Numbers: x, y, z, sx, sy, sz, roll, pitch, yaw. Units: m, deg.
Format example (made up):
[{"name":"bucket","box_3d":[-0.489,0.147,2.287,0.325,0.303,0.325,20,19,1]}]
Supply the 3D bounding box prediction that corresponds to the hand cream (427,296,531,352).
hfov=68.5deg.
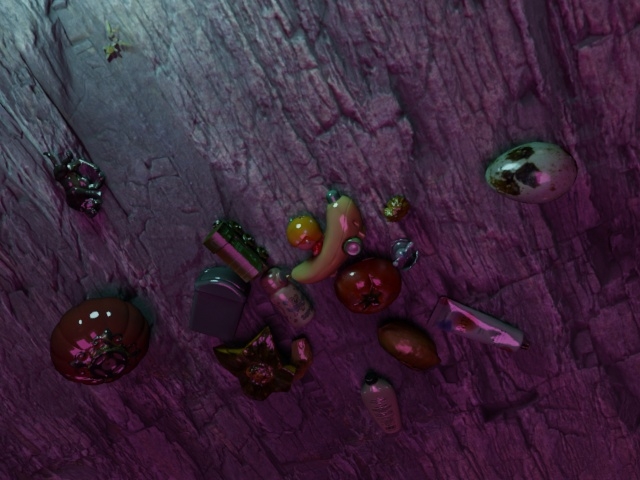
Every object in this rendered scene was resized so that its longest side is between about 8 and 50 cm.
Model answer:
[{"name":"hand cream","box_3d":[0.538,0.294,1.566,0.341,0.077,0.124,20,115,0]}]

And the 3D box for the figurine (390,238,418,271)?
[{"name":"figurine","box_3d":[0.262,0.045,1.456,0.082,0.086,0.094,33,112,-9]}]

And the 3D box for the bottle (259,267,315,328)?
[{"name":"bottle","box_3d":[-0.107,0.180,1.532,0.110,0.097,0.209,-24,112,34]}]

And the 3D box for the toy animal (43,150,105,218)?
[{"name":"toy animal","box_3d":[-0.742,-0.176,1.422,0.148,0.084,0.232,-24,114,15]}]

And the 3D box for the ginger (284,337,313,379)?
[{"name":"ginger","box_3d":[-0.077,0.420,1.656,0.096,0.069,0.190,22,114,-5]}]

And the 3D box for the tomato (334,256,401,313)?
[{"name":"tomato","box_3d":[0.154,0.160,1.479,0.225,0.085,0.224,-9,134,-9]}]

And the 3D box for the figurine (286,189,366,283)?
[{"name":"figurine","box_3d":[0.000,0.000,1.435,0.222,0.124,0.324,33,116,-11]}]

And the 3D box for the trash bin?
[{"name":"trash bin","box_3d":[-0.336,0.206,1.562,0.177,0.101,0.236,15,116,-5]}]

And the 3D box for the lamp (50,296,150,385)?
[{"name":"lamp","box_3d":[-0.720,0.332,1.550,0.303,0.257,0.302,-18,126,-27]}]

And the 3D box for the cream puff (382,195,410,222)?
[{"name":"cream puff","box_3d":[0.229,-0.090,1.412,0.083,0.058,0.083,-21,113,11]}]

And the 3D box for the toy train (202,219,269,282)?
[{"name":"toy train","box_3d":[-0.254,0.034,1.456,0.090,0.137,0.225,-39,106,19]}]

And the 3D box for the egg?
[{"name":"egg","box_3d":[0.576,-0.184,1.290,0.232,0.169,0.168,-1,115,20]}]

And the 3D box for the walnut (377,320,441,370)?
[{"name":"walnut","box_3d":[0.298,0.354,1.570,0.245,0.137,0.137,33,112,-2]}]

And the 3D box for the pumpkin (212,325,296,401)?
[{"name":"pumpkin","box_3d":[-0.210,0.445,1.632,0.259,0.095,0.290,-20,114,26]}]

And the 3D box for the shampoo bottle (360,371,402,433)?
[{"name":"shampoo bottle","box_3d":[0.220,0.585,1.707,0.127,0.078,0.256,-16,115,16]}]
